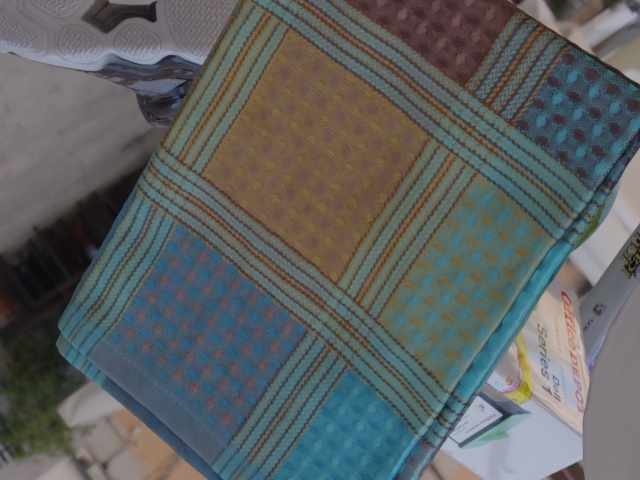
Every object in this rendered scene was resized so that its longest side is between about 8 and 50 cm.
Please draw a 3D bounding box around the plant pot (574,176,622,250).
[{"bbox_3d":[0.187,-0.144,1.381,0.274,0.275,0.293,-35,138,9],"label":"plant pot"}]

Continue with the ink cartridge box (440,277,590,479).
[{"bbox_3d":[0.124,0.075,1.062,0.117,0.278,0.201,-33,-146,31],"label":"ink cartridge box"}]

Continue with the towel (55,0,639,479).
[{"bbox_3d":[0.000,0.000,0.719,0.370,0.271,0.040,-59,161,19],"label":"towel"}]

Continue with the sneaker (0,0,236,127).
[{"bbox_3d":[-0.211,-0.187,1.192,0.268,0.101,0.153,4,154,-3],"label":"sneaker"}]

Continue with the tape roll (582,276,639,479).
[{"bbox_3d":[0.277,0.096,0.561,0.286,0.100,0.286,-24,-133,28],"label":"tape roll"}]

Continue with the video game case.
[{"bbox_3d":[0.436,0.091,1.416,0.244,0.269,0.061,-56,-139,4],"label":"video game case"}]
